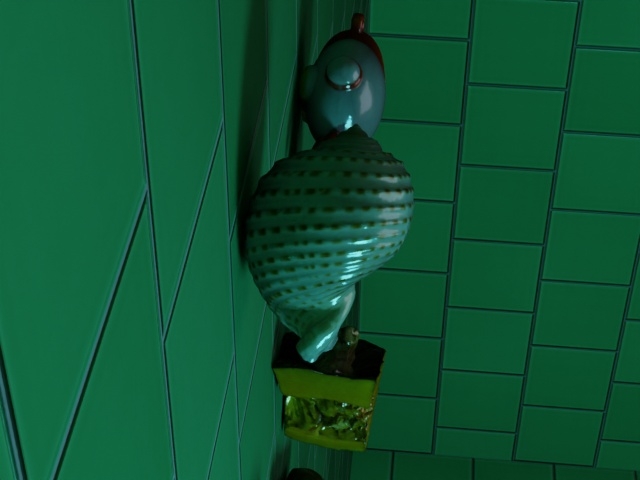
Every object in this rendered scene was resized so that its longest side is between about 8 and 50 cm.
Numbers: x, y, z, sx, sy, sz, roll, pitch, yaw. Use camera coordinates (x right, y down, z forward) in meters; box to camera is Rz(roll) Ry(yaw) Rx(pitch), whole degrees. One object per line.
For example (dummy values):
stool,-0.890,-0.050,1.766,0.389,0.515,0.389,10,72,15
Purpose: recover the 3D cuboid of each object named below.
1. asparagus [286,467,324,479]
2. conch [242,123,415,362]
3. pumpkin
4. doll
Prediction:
asparagus,-0.029,0.331,1.707,0.278,0.060,0.067,56,57,-83
conch,-0.007,-0.007,1.192,0.200,0.131,0.172,-59,-159,-7
pumpkin,0.013,0.159,1.656,0.248,0.131,0.126,96,8,-63
doll,0.013,-0.116,1.617,0.200,0.105,0.336,66,35,-77
